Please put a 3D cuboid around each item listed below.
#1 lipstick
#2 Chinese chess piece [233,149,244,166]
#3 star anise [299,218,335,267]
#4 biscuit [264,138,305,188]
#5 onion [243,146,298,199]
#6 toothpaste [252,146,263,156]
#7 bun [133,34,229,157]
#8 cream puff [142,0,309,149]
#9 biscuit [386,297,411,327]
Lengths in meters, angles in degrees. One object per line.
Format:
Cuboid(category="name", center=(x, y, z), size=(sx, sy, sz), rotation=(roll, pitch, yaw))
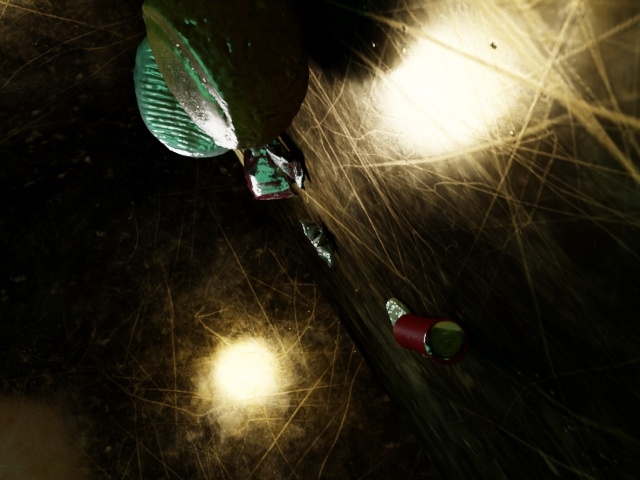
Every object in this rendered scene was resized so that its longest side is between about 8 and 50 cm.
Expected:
Cuboid(category="lipstick", center=(0.201, 0.181, 0.887), size=(0.080, 0.080, 0.241), rotation=(59, 173, 4))
Cuboid(category="Chinese chess piece", center=(-0.283, -0.372, 1.823), size=(0.257, 0.104, 0.257), rotation=(57, 173, 11))
Cuboid(category="star anise", center=(0.000, 0.000, 1.591), size=(0.195, 0.065, 0.182), rotation=(49, 173, 35))
Cuboid(category="biscuit", center=(-0.120, -0.263, 1.333), size=(0.235, 0.063, 0.151), rotation=(53, 180, 17))
Cuboid(category="onion", center=(-0.204, -0.265, 1.586), size=(0.280, 0.146, 0.314), rotation=(66, 175, -17))
Cuboid(category="toothpaste", center=(-0.204, -0.356, 1.400), size=(0.078, 0.047, 0.248), rotation=(71, -173, -62))
Cuboid(category="bun", center=(-0.321, -0.397, 1.241), size=(0.362, 0.362, 0.211), rotation=(63, -153, -27))
Cuboid(category="cream puff", center=(-0.131, -0.292, 0.730), size=(0.303, 0.212, 0.303), rotation=(49, 163, 20))
Cuboid(category="biscuit", center=(0.204, 0.199, 1.124), size=(0.133, 0.032, 0.250), rotation=(61, 174, -4))
